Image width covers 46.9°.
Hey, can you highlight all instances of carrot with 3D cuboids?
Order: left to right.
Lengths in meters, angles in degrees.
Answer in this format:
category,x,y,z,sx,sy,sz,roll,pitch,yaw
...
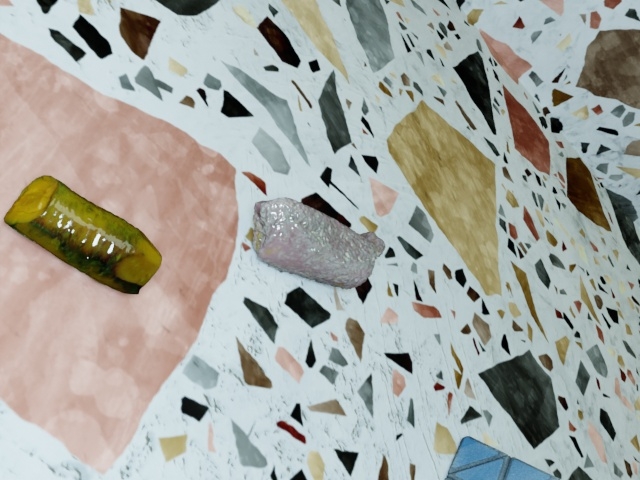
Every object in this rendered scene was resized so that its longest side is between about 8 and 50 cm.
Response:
category,x,y,z,sx,sy,sz,roll,pitch,yaw
carrot,-0.267,-0.004,0.852,0.173,0.082,0.082,38,41,-32

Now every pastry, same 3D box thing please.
category,x,y,z,sx,sy,sz,roll,pitch,yaw
pastry,0.003,0.013,1.148,0.265,0.103,0.112,13,63,-43

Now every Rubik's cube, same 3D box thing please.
category,x,y,z,sx,sy,sz,roll,pitch,yaw
Rubik's cube,0.281,0.455,1.133,0.228,0.229,0.233,25,80,13
